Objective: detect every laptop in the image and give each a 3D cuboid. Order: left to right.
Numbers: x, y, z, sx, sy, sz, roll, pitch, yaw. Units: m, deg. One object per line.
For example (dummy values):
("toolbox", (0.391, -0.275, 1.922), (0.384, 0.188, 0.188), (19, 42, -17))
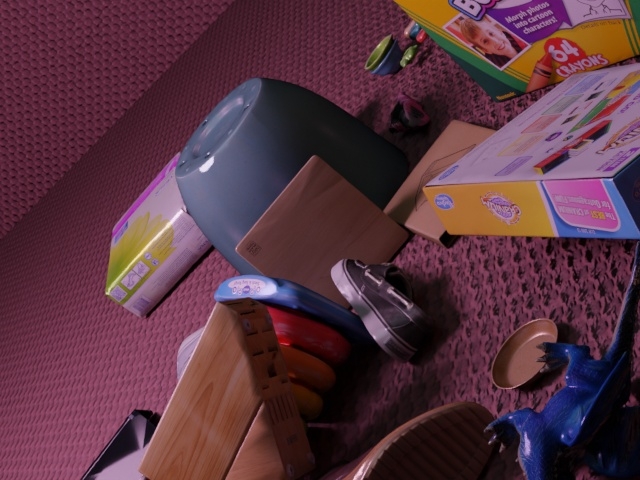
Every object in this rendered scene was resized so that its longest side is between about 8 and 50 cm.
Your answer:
("laptop", (-0.275, 0.367, 1.760), (0.234, 0.136, 0.264), (-52, -5, -7))

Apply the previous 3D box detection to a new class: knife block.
("knife block", (-0.142, 0.224, 1.379), (0.242, 0.275, 0.088), (-19, -5, 18))

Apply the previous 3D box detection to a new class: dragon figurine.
("dragon figurine", (0.227, 0.140, 1.021), (0.289, 0.085, 0.144), (-49, 21, -11))

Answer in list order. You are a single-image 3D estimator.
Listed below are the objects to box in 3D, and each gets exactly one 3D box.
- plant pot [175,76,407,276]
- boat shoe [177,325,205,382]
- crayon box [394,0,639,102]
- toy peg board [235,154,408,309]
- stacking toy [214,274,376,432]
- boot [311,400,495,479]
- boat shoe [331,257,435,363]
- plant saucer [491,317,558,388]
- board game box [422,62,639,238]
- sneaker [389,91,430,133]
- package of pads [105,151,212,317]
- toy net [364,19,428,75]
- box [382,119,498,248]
("plant pot", (-0.061, -0.090, 1.789), (0.293, 0.235, 0.293), (-41, 22, 21))
("boat shoe", (-0.125, 0.144, 1.760), (0.227, 0.079, 0.081), (-40, 32, 38))
("crayon box", (0.237, -0.334, 1.484), (0.363, 0.313, 0.106), (-14, 41, 58))
("toy peg board", (0.000, 0.000, 1.640), (0.161, 0.161, 0.079), (-50, 5, 1))
("stacking toy", (-0.069, 0.204, 1.471), (0.175, 0.166, 0.301), (-3, 65, 51))
("boot", (0.045, 0.232, 1.241), (0.248, 0.090, 0.207), (-38, 8, -7))
("boat shoe", (0.078, 0.066, 1.476), (0.070, 0.078, 0.219), (-48, 29, 7))
("plant saucer", (0.201, 0.113, 1.220), (0.083, 0.015, 0.083), (-41, 22, 21))
("board game box", (0.279, -0.094, 1.242), (0.242, 0.064, 0.316), (-36, 16, -20))
("sneaker", (0.123, -0.175, 1.835), (0.057, 0.047, 0.119), (-52, 12, 14))
("package of pads", (-0.284, -0.018, 2.307), (0.229, 0.101, 0.296), (-46, 22, 14))
("toy net", (0.157, -0.366, 2.056), (0.232, 0.045, 0.122), (-60, 12, -21))
("box", (0.166, -0.075, 1.604), (0.164, 0.021, 0.201), (-51, 21, -3))
